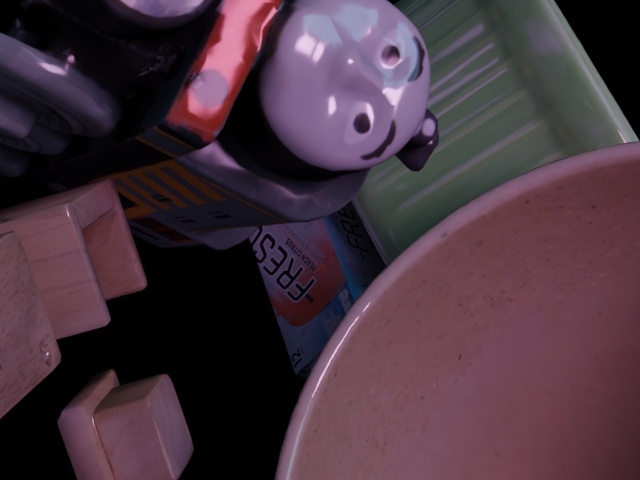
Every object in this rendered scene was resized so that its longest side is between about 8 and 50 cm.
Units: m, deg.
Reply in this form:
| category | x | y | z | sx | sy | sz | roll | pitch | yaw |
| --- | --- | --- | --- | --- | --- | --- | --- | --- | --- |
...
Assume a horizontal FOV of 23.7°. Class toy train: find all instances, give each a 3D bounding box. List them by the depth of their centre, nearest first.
| category | x | y | z | sx | sy | sz | roll | pitch | yaw |
| --- | --- | --- | --- | --- | --- | --- | --- | --- | --- |
| toy train | -0.076 | -0.075 | 0.673 | 0.190 | 0.142 | 0.334 | 27 | -12 | -19 |

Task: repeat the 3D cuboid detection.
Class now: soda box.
| category | x | y | z | sx | sy | sz | roll | pitch | yaw |
| --- | --- | --- | --- | --- | --- | --- | --- | --- | --- |
| soda box | 0.000 | 0.000 | 0.898 | 0.063 | 0.058 | 0.183 | 20 | 36 | -40 |

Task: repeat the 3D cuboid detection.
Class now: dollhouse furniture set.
| category | x | y | z | sx | sy | sz | roll | pitch | yaw |
| --- | --- | --- | --- | --- | --- | --- | --- | --- | --- |
| dollhouse furniture set | -0.127 | 0.191 | 0.494 | 0.303 | 0.174 | 0.355 | -58 | 131 | -74 |

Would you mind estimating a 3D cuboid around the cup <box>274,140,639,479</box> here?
| category | x | y | z | sx | sy | sz | roll | pitch | yaw |
| --- | --- | --- | --- | --- | --- | --- | --- | --- | --- |
| cup | 0.173 | 0.154 | 0.711 | 0.237 | 0.331 | 0.331 | 53 | 13 | -50 |

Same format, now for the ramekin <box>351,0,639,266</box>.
| category | x | y | z | sx | sy | sz | roll | pitch | yaw |
| --- | --- | --- | --- | --- | --- | --- | --- | --- | --- |
| ramekin | 0.125 | -0.028 | 0.930 | 0.303 | 0.148 | 0.303 | 55 | 13 | -19 |
